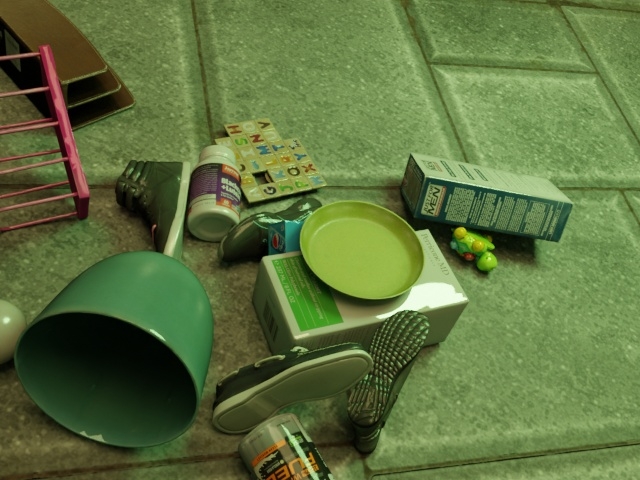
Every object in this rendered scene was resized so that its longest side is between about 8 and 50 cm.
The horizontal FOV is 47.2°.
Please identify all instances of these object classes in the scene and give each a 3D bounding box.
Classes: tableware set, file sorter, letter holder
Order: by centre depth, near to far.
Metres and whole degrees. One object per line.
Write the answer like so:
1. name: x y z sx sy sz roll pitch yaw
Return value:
1. file sorter: -0.562 -0.180 1.376 0.182 0.202 0.290 -15 86 -21
2. letter holder: -0.572 -0.417 1.652 0.214 0.152 0.302 -31 67 -35
3. tableware set: -0.148 -0.169 1.668 0.169 0.020 0.141 -10 57 -24

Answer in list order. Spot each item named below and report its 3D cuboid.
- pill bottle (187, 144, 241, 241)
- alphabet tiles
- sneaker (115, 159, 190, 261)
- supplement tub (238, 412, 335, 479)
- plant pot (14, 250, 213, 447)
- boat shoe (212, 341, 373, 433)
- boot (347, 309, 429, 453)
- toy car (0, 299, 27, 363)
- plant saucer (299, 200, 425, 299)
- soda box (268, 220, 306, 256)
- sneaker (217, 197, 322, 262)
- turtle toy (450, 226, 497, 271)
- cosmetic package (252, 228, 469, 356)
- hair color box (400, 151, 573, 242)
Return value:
1. pill bottle: -0.220 -0.103 1.539 0.108 0.108 0.193 6 53 -12
2. alphabet tiles: -0.122 -0.191 1.676 0.198 0.009 0.237 -15 58 -27
3. sneaker: -0.345 -0.054 1.475 0.147 0.104 0.295 5 46 -10
4. supplement tub: -0.044 0.392 1.206 0.117 0.117 0.190 -21 62 -29
5. plant pot: -0.309 0.156 1.215 0.293 0.293 0.235 19 35 -2
6. boat shoe: -0.056 0.230 1.253 0.303 0.114 0.091 -23 42 12
7. boot: 0.117 0.252 1.323 0.084 0.161 0.246 24 64 19
8. toy car: -0.587 0.148 1.226 0.238 0.210 0.219 28 59 -32
9. plant saucer: 0.076 0.023 1.382 0.241 0.037 0.240 8 48 -9
10. soda box: 0.000 0.000 1.478 0.210 0.067 0.071 1 84 -36
11. sneaker: -0.084 -0.007 1.512 0.267 0.101 0.106 -23 65 -29
12. turtle toy: 0.343 0.015 1.639 0.130 0.066 0.095 39 27 15
13. cosmetic package: 0.073 0.118 1.427 0.366 0.155 0.196 -11 54 -22
14. hair color box: 0.372 -0.099 1.675 0.348 0.105 0.174 10 22 -9
